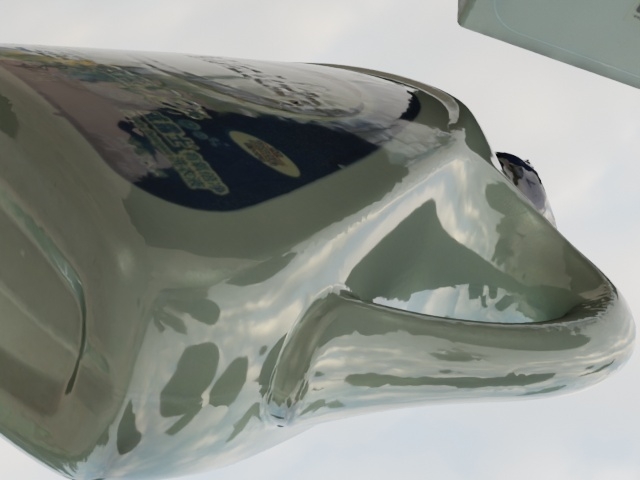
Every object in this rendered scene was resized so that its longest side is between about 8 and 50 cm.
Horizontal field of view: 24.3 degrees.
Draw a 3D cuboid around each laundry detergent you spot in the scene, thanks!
[{"bbox_3d":[0.000,0.000,0.531,0.215,0.280,0.105,34,-65,45],"label":"laundry detergent"}]

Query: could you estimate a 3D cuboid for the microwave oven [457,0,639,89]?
[{"bbox_3d":[0.200,-0.176,0.857,0.162,0.208,0.122,120,-16,-44],"label":"microwave oven"}]
